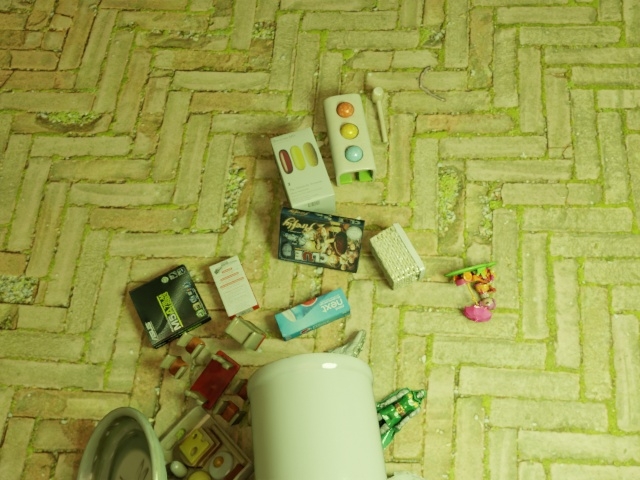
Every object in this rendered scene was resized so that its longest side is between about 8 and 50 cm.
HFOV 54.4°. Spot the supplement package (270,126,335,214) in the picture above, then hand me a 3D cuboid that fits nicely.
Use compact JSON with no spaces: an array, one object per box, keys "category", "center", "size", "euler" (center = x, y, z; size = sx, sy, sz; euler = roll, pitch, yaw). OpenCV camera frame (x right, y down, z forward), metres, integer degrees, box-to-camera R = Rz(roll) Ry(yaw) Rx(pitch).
[{"category":"supplement package","center":[-0.055,-0.199,1.916],"size":[0.138,0.134,0.244],"euler":[-18,69,-5]}]

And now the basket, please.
[{"category":"basket","center":[0.221,0.050,1.822],"size":[0.103,0.113,0.167],"euler":[-26,70,-3]}]

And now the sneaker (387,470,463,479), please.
[{"category":"sneaker","center":[0.264,0.636,1.589],"size":[0.304,0.114,0.152],"euler":[0,26,-17]}]

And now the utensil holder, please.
[{"category":"utensil holder","center":[-0.003,0.512,1.492],"size":[0.327,0.328,0.386],"euler":[-8,55,-1]}]

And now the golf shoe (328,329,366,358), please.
[{"category":"golf shoe","center":[0.064,0.316,1.752],"size":[0.086,0.069,0.176],"euler":[27,71,18]}]

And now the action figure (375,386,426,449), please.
[{"category":"action figure","center":[0.191,0.473,1.686],"size":[0.232,0.063,0.137],"euler":[-34,79,-8]}]

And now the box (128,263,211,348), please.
[{"category":"box","center":[-0.442,0.192,1.830],"size":[0.184,0.045,0.191],"euler":[-26,70,-10]}]

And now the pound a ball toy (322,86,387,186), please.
[{"category":"pound a ball toy","center":[0.125,-0.348,1.966],"size":[0.208,0.136,0.320],"euler":[-9,69,-1]}]

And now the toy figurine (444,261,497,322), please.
[{"category":"toy figurine","center":[0.456,0.154,1.790],"size":[0.173,0.130,0.159],"euler":[-11,81,-28]}]

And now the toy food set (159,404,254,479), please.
[{"category":"toy food set","center":[-0.321,0.575,1.587],"size":[0.220,0.092,0.306],"euler":[-46,38,-14]}]

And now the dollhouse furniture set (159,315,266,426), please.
[{"category":"dollhouse furniture set","center":[-0.265,0.345,1.740],"size":[0.262,0.135,0.259],"euler":[36,86,15]}]

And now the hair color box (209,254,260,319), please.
[{"category":"hair color box","center":[-0.254,0.139,1.838],"size":[0.093,0.053,0.167],"euler":[-23,71,-5]}]

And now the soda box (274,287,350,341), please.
[{"category":"soda box","center":[-0.021,0.213,1.792],"size":[0.209,0.067,0.071],"euler":[-22,70,-7]}]

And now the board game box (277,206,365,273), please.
[{"category":"board game box","center":[0.000,0.000,1.827],"size":[0.243,0.165,0.042],"euler":[9,33,6]}]

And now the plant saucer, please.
[{"category":"plant saucer","center":[-0.485,0.627,1.565],"size":[0.400,0.100,0.401],"euler":[-19,62,40]}]
